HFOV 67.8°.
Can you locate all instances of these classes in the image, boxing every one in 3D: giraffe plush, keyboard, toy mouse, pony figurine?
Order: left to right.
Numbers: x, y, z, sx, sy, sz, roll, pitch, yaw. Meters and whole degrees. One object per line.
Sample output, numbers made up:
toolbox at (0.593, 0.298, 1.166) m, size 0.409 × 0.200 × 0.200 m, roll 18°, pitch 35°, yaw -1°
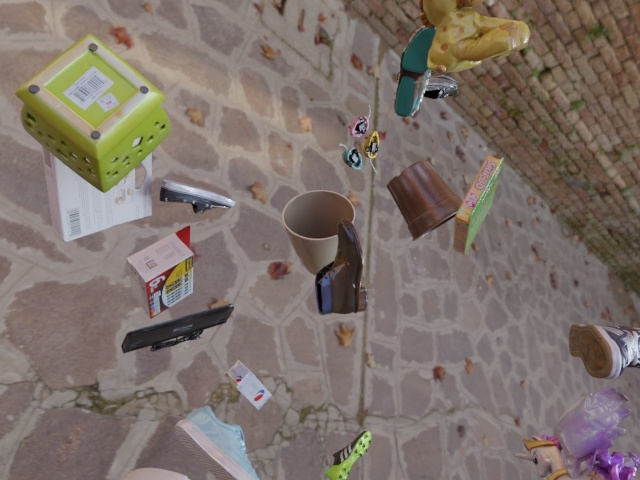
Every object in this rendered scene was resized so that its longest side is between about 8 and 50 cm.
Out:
keyboard at (-0.413, 0.261, 1.387) m, size 0.317 × 0.201 × 0.033 m, roll -11°, pitch 61°, yaw -37°
toy mouse at (0.078, -0.219, 1.066) m, size 0.143 × 0.031 × 0.160 m, roll -19°, pitch 119°, yaw -44°
giraffe plush at (0.253, -0.402, 0.864) m, size 0.181 × 0.210 × 0.170 m, roll -64°, pitch 138°, yaw -75°
pony figurine at (0.622, 0.540, 1.075) m, size 0.303 × 0.351 × 0.363 m, roll 39°, pitch 27°, yaw -17°

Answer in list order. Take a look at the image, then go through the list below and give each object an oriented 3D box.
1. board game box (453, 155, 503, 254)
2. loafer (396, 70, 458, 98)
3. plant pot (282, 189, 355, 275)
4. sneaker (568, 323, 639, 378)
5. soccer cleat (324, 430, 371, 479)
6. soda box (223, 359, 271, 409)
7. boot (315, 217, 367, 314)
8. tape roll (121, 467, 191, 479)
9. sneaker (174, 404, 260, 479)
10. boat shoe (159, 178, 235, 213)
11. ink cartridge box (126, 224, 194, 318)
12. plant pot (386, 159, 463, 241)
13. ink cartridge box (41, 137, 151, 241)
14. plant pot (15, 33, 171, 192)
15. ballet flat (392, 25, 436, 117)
board game box at (0.294, -0.060, 0.902) m, size 0.124 × 0.039 × 0.259 m, roll -60°, pitch 163°, yaw -6°
loafer at (0.366, -0.511, 1.619) m, size 0.268 × 0.096 × 0.084 m, roll 0°, pitch 78°, yaw -33°
plant pot at (0.000, 0.000, 1.765) m, size 0.274 × 0.257 × 0.256 m, roll 86°, pitch 25°, yaw -46°
sneaker at (0.627, 0.229, 0.990) m, size 0.282 × 0.153 × 0.099 m, roll 7°, pitch 88°, yaw -74°
soccer cleat at (0.082, 0.625, 1.396) m, size 0.179 × 0.072 × 0.060 m, roll -43°, pitch 120°, yaw -32°
soda box at (-0.239, 0.483, 1.584) m, size 0.069 × 0.074 × 0.216 m, roll -45°, pitch 145°, yaw -19°
boot at (0.037, 0.063, 1.062) m, size 0.106 × 0.082 × 0.219 m, roll -10°, pitch 95°, yaw -18°
tape roll at (-0.301, 0.557, 0.838) m, size 0.246 × 0.246 × 0.169 m, roll 59°, pitch 26°, yaw -14°
sneaker at (-0.267, 0.638, 1.444) m, size 0.366 × 0.135 × 0.150 m, roll 39°, pitch 46°, yaw 16°
boat shoe at (-0.365, -0.117, 1.409) m, size 0.229 × 0.080 × 0.076 m, roll 13°, pitch 98°, yaw -40°
ink cartridge box at (-0.585, 0.123, 1.852) m, size 0.272 × 0.309 × 0.130 m, roll -35°, pitch 72°, yaw -31°
plant pot at (0.267, -0.109, 1.243) m, size 0.167 × 0.167 × 0.165 m, roll -23°, pitch 77°, yaw -48°
ink cartridge box at (-0.583, -0.168, 1.272) m, size 0.261 × 0.066 × 0.296 m, roll -26°, pitch 139°, yaw -45°
plant pot at (-0.468, -0.271, 0.996) m, size 0.227 × 0.207 × 0.228 m, roll 41°, pitch 69°, yaw -8°
ballet flat at (0.235, -0.421, 1.179) m, size 0.091 × 0.240 × 0.077 m, roll 23°, pitch 42°, yaw 5°
